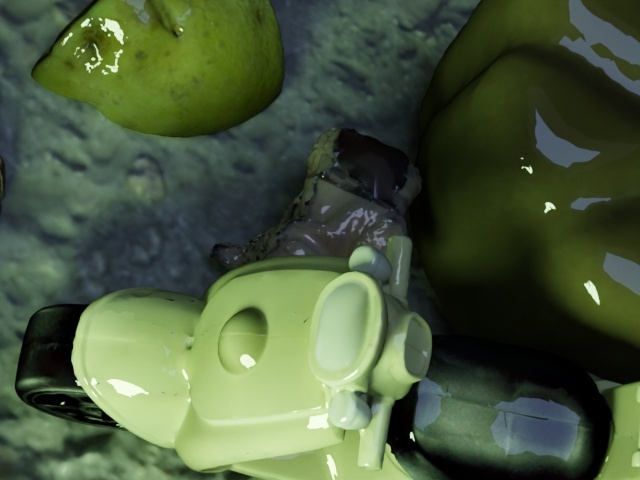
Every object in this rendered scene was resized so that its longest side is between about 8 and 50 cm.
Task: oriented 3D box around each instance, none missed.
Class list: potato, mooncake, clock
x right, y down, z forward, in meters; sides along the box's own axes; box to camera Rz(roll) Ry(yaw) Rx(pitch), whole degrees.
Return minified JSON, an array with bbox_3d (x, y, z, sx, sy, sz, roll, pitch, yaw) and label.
[{"bbox_3d":[-0.090,-0.121,1.007,0.120,0.081,0.149,48,56,-3],"label":"potato"},{"bbox_3d":[0.252,-0.048,1.051,0.378,0.201,0.379,4,72,-11],"label":"mooncake"},{"bbox_3d":[0.038,0.093,0.884,0.379,0.276,0.120,16,69,-26],"label":"clock"}]

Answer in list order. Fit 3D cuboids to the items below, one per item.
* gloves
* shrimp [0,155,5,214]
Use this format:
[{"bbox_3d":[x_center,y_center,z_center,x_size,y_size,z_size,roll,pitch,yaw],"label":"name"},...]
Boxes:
[{"bbox_3d":[0.009,0.000,1.007,0.110,0.094,0.144,43,76,2],"label":"gloves"},{"bbox_3d":[-0.274,-0.083,0.911,0.223,0.047,0.126,49,49,-10],"label":"shrimp"}]
